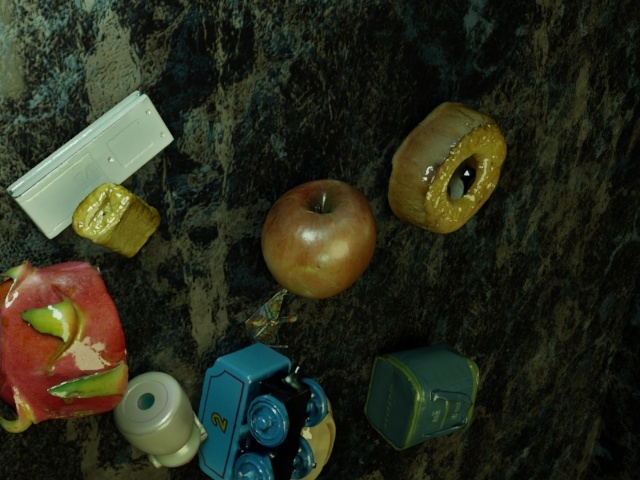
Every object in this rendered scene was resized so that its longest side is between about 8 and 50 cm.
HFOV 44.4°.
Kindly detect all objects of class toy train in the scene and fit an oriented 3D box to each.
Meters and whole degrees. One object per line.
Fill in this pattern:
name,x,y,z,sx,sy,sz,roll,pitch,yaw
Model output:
toy train,-0.139,0.392,1.717,0.188,0.265,0.300,-13,121,-51

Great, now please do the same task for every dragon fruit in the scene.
dragon fruit,-0.455,0.166,1.289,0.189,0.290,0.291,-7,118,-39

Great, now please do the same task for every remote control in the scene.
remote control,-0.386,-0.132,1.332,0.277,0.055,0.103,-43,136,-17

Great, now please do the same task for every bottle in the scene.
bottle,-0.326,0.392,1.640,0.147,0.147,0.236,-39,143,-19

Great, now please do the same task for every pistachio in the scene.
pistachio,-0.061,0.483,1.925,0.187,0.187,0.299,-16,130,-36

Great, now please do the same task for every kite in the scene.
kite,-0.110,0.186,1.808,0.160,0.010,0.183,1,113,-44

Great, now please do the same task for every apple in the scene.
apple,0.000,0.000,1.647,0.253,0.253,0.253,-22,127,-33

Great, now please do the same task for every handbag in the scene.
handbag,0.281,0.422,2.158,0.241,0.222,0.263,-11,123,-33

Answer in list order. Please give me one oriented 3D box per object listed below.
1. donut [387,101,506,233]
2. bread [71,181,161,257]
donut,0.301,-0.170,1.880,0.299,0.150,0.317,-4,116,-38
bread,-0.348,-0.035,1.343,0.114,0.083,0.211,-49,174,-6
